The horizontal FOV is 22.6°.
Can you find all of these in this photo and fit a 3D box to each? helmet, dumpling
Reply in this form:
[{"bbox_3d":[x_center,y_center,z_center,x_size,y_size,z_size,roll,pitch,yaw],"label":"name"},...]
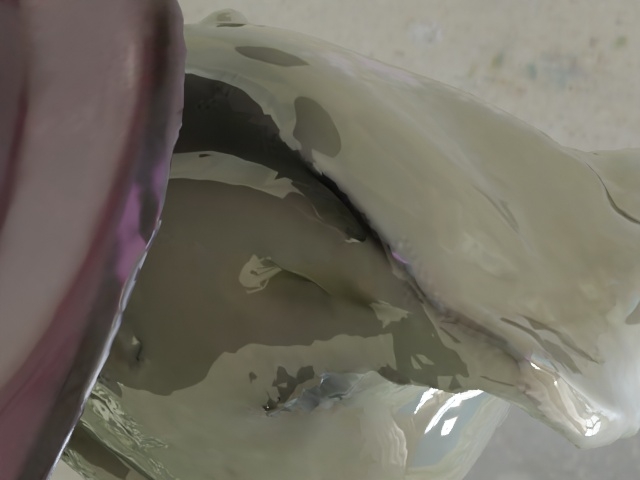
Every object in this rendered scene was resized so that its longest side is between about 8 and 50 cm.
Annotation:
[{"bbox_3d":[-0.194,0.031,0.463,0.197,0.271,0.338,14,132,-25],"label":"helmet"},{"bbox_3d":[0.000,0.000,0.595,0.318,0.242,0.187,-3,106,49],"label":"dumpling"}]
